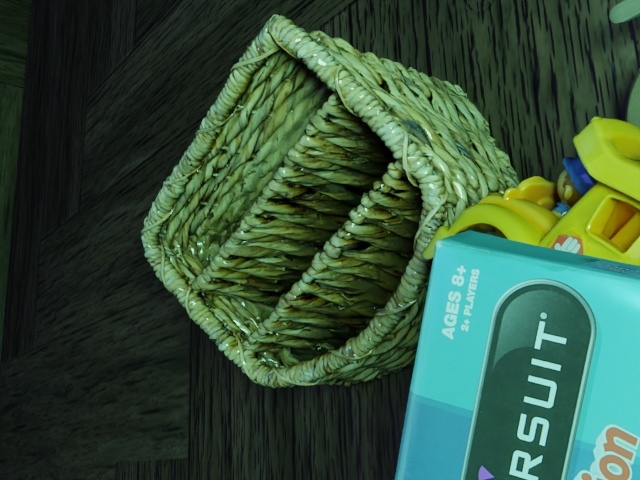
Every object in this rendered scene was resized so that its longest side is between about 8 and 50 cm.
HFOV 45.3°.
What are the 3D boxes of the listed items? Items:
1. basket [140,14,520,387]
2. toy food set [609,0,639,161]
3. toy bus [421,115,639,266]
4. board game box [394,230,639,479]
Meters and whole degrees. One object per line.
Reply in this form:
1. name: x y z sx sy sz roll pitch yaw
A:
1. basket: 0.000 0.000 0.681 0.299 0.223 0.213 -48 46 35
2. toy food set: 0.262 -0.083 0.503 0.132 0.038 0.192 -12 85 59
3. toy bus: 0.194 -0.003 0.468 0.220 0.149 0.211 47 121 49
4. board game box: 0.197 0.152 0.328 0.336 0.079 0.253 12 98 21
